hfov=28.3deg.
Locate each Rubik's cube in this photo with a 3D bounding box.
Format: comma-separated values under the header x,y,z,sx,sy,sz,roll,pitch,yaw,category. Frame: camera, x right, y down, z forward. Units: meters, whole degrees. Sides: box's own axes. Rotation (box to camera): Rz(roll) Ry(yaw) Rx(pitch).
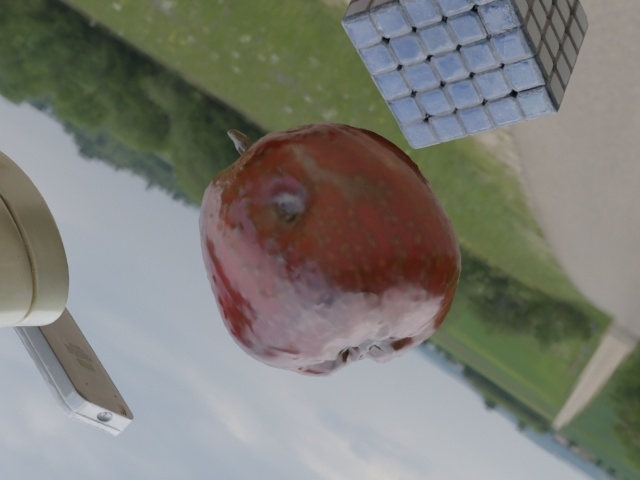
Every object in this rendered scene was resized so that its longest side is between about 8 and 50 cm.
x,y,z,sx,sy,sz,roll,pitch,yaw,category
0.201,-0.300,1.724,0.237,0.238,0.237,-12,126,31,Rubik's cube

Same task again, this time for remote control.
x,y,z,sx,sy,sz,roll,pitch,yaw,category
-0.291,0.108,1.384,0.250,0.034,0.103,49,-173,35,remote control

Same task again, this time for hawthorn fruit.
x,y,z,sx,sy,sz,roll,pitch,yaw,category
0.000,0.000,1.319,0.299,0.275,0.275,53,-178,4,hawthorn fruit

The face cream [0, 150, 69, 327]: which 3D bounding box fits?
x,y,z,sx,sy,sz,roll,pitch,yaw,category
-0.276,-0.014,0.815,0.173,0.081,0.348,54,-170,11,face cream
